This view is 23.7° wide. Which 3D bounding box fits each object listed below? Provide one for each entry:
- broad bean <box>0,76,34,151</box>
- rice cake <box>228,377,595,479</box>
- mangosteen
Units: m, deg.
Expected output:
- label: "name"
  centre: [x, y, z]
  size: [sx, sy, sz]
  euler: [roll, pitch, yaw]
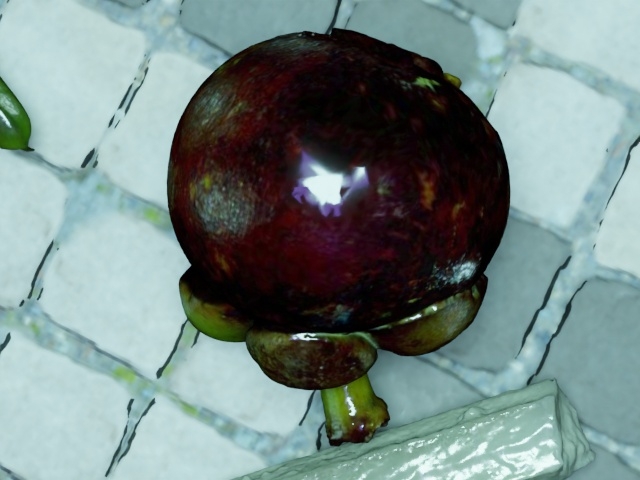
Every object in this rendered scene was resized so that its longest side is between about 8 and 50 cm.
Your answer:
- label: "broad bean"
  centre: [-0.233, -0.102, 0.802]
  size: [0.195, 0.046, 0.061]
  euler: [17, 102, 9]
- label: "rice cake"
  centre: [0.011, 0.131, 0.773]
  size: [0.256, 0.057, 0.052]
  euler: [-18, 57, 7]
- label: "mangosteen"
  centre: [0.000, -0.012, 0.729]
  size: [0.172, 0.172, 0.184]
  euler: [39, 112, 4]
